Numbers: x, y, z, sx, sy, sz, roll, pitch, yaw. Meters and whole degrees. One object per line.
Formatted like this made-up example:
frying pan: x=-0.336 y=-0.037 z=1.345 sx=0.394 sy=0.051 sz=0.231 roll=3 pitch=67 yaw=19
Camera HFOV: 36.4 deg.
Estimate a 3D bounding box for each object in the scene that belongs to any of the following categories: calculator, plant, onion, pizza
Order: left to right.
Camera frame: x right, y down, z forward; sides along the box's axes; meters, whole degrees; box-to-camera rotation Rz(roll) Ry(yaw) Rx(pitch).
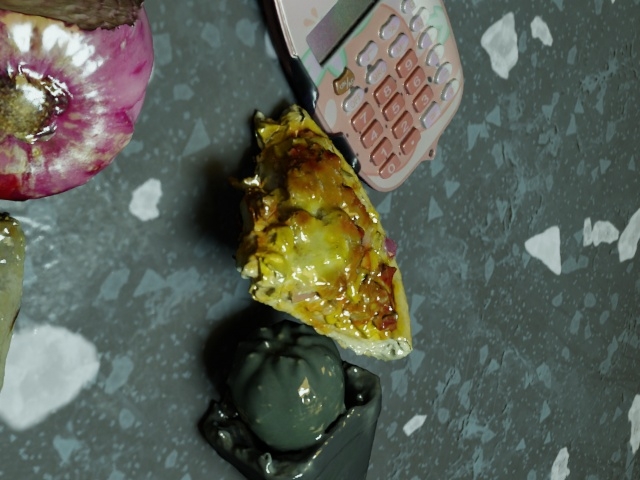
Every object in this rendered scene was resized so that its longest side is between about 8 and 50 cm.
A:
onion: x=-0.235 y=-0.116 z=0.719 sx=0.207 sy=0.201 sz=0.200 roll=-13 pitch=111 yaw=-54
plant: x=-0.025 y=0.193 z=1.025 sx=0.164 sy=0.142 sz=0.256 roll=-37 pitch=136 yaw=-30
pizza: x=0.000 y=0.000 z=0.946 sx=0.229 sy=0.081 sz=0.289 roll=-22 pitch=90 yaw=-54
calculator: x=0.058 y=-0.201 z=1.053 sx=0.220 sy=0.048 sz=0.329 roll=-52 pitch=133 yaw=-20

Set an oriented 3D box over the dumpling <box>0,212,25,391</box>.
dumpling: x=-0.297 y=0.123 z=0.728 sx=0.166 sy=0.086 sz=0.332 roll=13 pitch=72 yaw=-47
